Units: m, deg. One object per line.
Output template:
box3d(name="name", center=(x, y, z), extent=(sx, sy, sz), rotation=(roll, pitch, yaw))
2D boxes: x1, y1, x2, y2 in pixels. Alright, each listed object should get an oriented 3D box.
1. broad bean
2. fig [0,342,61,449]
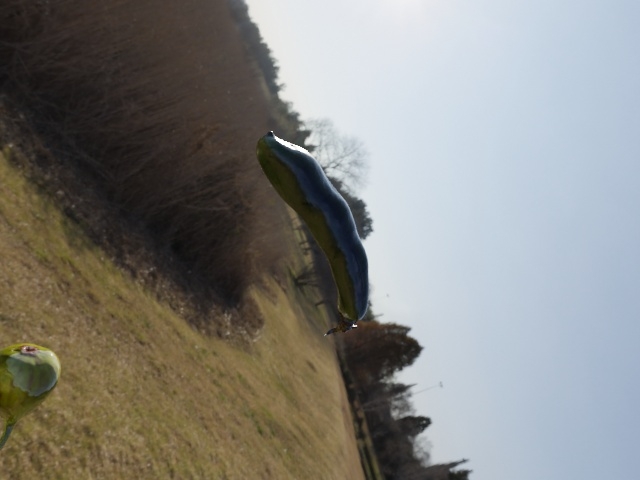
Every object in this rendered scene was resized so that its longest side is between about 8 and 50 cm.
box3d(name="broad bean", center=(0.005, -0.002, 0.462), extent=(0.039, 0.069, 0.226), rotation=(33, -32, 56))
box3d(name="fig", center=(-0.419, 0.208, 0.665), extent=(0.093, 0.166, 0.093), rotation=(38, 13, -10))
